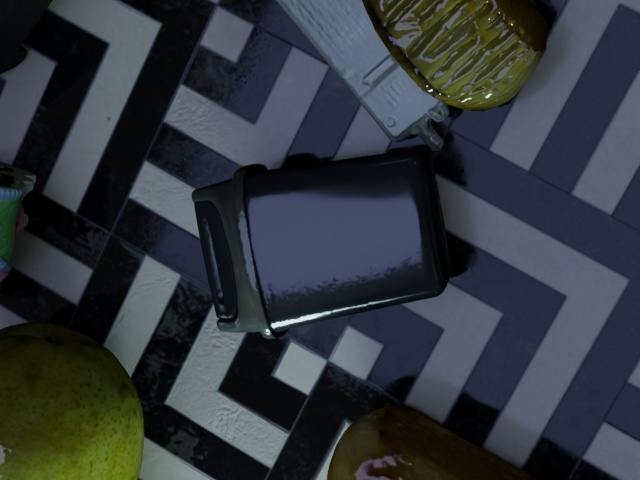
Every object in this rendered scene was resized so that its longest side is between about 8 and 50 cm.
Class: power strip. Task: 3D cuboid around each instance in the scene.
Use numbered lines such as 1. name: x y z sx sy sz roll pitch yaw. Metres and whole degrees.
1. power strip: 0.045 -0.246 1.630 0.098 0.058 0.338 -40 85 16

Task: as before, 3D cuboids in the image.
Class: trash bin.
1. trash bin: 0.000 0.000 1.615 0.290 0.182 0.210 -10 93 12

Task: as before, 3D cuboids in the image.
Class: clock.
1. clock: -0.436 0.005 1.734 0.100 0.194 0.196 12 102 -10

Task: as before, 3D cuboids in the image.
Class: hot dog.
1. hot dog: 0.178 0.381 1.608 0.405 0.185 0.223 28 102 11

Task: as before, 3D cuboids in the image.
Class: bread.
1. bread: 0.152 -0.257 1.498 0.142 0.253 0.227 -42 82 20

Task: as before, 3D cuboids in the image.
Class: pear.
1. pear: -0.362 0.247 1.687 0.303 0.304 0.304 2 98 15

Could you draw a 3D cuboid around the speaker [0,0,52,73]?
1. speaker: -0.460 -0.303 1.639 0.184 0.254 0.232 51 126 5
